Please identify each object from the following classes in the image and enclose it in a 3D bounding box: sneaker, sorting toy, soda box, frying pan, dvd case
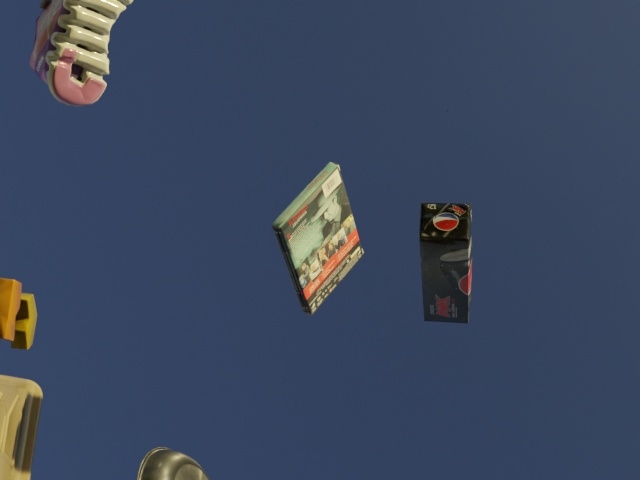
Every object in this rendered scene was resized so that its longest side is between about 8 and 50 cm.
[{"bbox_3d":[-0.298,-0.288,1.182,0.104,0.095,0.237,23,-87,43],"label":"sneaker"},{"bbox_3d":[-0.348,0.201,1.013,0.041,0.229,0.308,6,-101,-1],"label":"sorting toy"},{"bbox_3d":[0.149,0.029,1.128,0.060,0.053,0.169,2,-38,11],"label":"soda box"},{"bbox_3d":[-0.161,0.428,1.366,0.053,0.197,0.326,-23,-58,17],"label":"frying pan"},{"bbox_3d":[0.000,0.000,0.868,0.013,0.119,0.087,23,-122,32],"label":"dvd case"}]
